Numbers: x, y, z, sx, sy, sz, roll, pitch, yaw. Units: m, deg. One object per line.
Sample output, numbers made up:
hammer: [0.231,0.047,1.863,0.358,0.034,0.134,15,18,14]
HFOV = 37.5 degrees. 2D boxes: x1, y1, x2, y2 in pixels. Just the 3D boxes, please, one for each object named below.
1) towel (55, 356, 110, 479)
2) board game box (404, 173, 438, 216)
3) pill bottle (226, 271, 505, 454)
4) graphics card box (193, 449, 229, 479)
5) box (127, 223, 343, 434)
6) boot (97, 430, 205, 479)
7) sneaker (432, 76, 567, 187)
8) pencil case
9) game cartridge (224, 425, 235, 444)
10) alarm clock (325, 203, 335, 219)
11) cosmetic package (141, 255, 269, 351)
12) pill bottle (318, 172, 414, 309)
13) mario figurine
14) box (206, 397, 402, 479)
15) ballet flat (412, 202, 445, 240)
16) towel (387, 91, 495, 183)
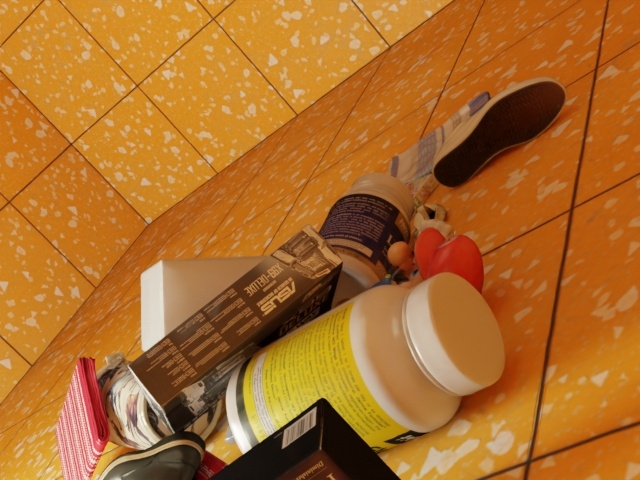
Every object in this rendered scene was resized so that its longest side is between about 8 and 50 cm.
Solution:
towel: [-0.462,0.377,1.822,0.275,0.031,0.199,-61,39,40]
board game box: [0.159,-0.064,1.876,0.154,0.026,0.103,-50,17,-28]
pill bottle: [0.054,0.171,1.176,0.334,0.188,0.188,-32,18,35]
graphics card box: [-0.265,0.463,1.346,0.371,0.094,0.233,-46,16,-17]
box: [-0.113,0.131,1.318,0.307,0.076,0.242,-38,-13,-16]
boot: [-0.254,0.358,1.308,0.198,0.077,0.137,-37,21,20]
sneaker: [0.325,-0.221,1.745,0.290,0.106,0.123,-35,19,30]
pencil case: [-0.326,0.301,1.772,0.160,0.183,0.410,-21,3,-30]
game cartridge: [-0.124,0.307,1.578,0.083,0.017,0.056,-37,12,18]
alarm clock: [0.049,-0.023,1.826,0.064,0.129,0.192,12,50,18]
cosmetic package: [-0.190,0.121,1.666,0.230,0.161,0.453,-1,-4,-15]
pill bottle: [0.070,0.007,1.635,0.153,0.153,0.264,-29,23,40]
mario figurine: [0.098,0.069,1.367,0.320,0.170,0.198,-38,48,44]
box: [-0.039,0.321,0.999,0.261,0.184,0.103,-38,18,16]
ballet flat: [0.191,-0.037,1.674,0.057,0.052,0.168,-34,17,20]
towel: [0.254,-0.202,2.015,0.285,0.034,0.209,-35,17,23]
